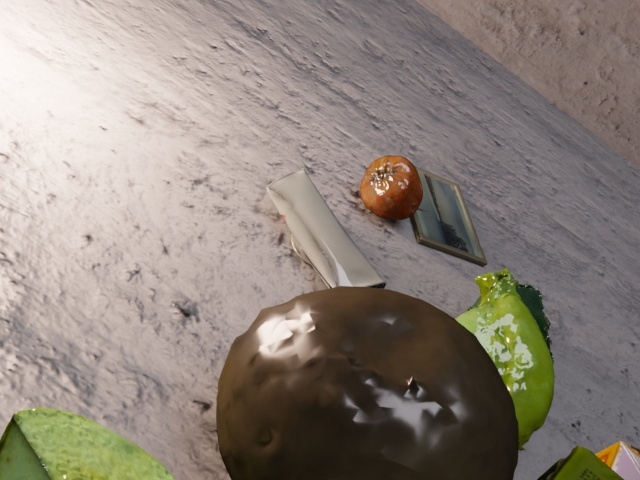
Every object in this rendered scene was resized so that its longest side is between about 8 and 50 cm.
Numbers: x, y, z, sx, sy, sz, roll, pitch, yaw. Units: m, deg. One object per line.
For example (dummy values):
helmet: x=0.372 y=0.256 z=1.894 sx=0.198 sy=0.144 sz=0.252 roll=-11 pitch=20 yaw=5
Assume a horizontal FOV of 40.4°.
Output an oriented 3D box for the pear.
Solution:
pear: x=-0.259 y=0.345 z=1.053 sx=0.288 sy=0.139 sz=0.239 roll=49 pitch=20 yaw=21

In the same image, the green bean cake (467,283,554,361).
green bean cake: x=0.437 y=0.202 z=1.898 sx=0.193 sy=0.107 sz=0.208 roll=6 pitch=47 yaw=-43

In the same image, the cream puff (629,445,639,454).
cream puff: x=0.597 y=0.505 z=1.657 sx=0.241 sy=0.155 sz=0.269 roll=42 pitch=55 yaw=5

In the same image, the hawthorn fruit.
hawthorn fruit: x=0.167 y=-0.101 z=1.988 sx=0.149 sy=0.149 sz=0.189 roll=-82 pitch=156 yaw=-52

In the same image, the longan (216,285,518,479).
longan: x=0.071 y=0.266 z=1.230 sx=0.435 sy=0.404 sz=0.404 roll=32 pitch=34 yaw=-17

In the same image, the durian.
durian: x=0.331 y=0.243 z=1.689 sx=0.255 sy=0.204 sz=0.340 roll=-16 pitch=68 yaw=-27

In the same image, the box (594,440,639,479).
box: x=0.479 y=0.533 z=1.392 sx=0.259 sy=0.214 sz=0.283 roll=38 pitch=54 yaw=2

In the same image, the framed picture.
framed picture: x=0.294 y=-0.072 z=2.156 sx=0.213 sy=0.016 sz=0.289 roll=19 pitch=39 yaw=-28

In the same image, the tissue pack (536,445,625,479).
tissue pack: x=0.320 y=0.447 z=1.151 sx=0.200 sy=0.167 sz=0.274 roll=42 pitch=52 yaw=17

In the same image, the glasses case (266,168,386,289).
glasses case: x=-0.002 y=0.000 z=1.735 sx=0.128 sy=0.083 sz=0.308 roll=-11 pitch=58 yaw=-42
